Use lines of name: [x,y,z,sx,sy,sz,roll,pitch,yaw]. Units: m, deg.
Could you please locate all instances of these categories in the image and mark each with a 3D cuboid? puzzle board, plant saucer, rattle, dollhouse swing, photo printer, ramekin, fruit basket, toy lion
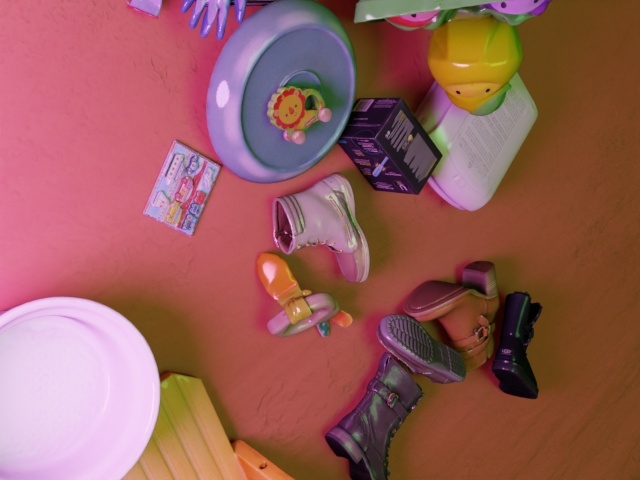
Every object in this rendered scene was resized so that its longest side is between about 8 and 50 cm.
puzzle board: [-0.219,-0.082,1.221,0.096,0.011,0.128,29,77,-40]
plant saucer: [-0.046,-0.237,1.268,0.317,0.044,0.317,-26,131,-34]
rattle: [-0.033,0.104,1.404,0.200,0.143,0.130,-3,132,-56]
dollhouse swing: [-0.196,0.427,1.160,0.347,0.315,0.305,-33,128,-33]
photo printer: [0.314,-0.234,1.600,0.256,0.107,0.307,45,68,-36]
ramekin: [-0.372,0.211,1.031,0.277,0.135,0.277,1,89,-37]
fruit basket: [0.259,-0.387,1.336,0.283,0.392,0.392,-51,136,-69]
toy lion: [-0.038,-0.213,1.236,0.100,0.034,0.096,-42,130,-20]

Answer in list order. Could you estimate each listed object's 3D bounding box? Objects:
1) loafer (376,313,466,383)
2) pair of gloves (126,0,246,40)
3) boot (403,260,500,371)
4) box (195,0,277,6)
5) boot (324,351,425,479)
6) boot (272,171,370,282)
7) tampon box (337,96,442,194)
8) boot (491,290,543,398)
loafer: [0.196,0.238,1.570,0.251,0.087,0.094,36,40,-30]
pair of gloves: [-0.197,-0.391,1.117,0.198,0.023,0.159,18,103,-2]
boot: [0.293,0.186,1.668,0.283,0.109,0.220,-25,117,-44]
box: [-0.116,-0.451,1.196,0.156,0.093,0.158,-16,108,-39]
boot: [0.142,0.388,1.562,0.229,0.091,0.263,-45,121,-26]
boot: [0.000,0.000,1.384,0.165,0.077,0.213,-25,108,-36]
tampon box: [0.128,-0.177,1.437,0.161,0.120,0.101,47,67,-36]
boot: [0.485,0.253,1.834,0.246,0.094,0.207,49,54,-51]
